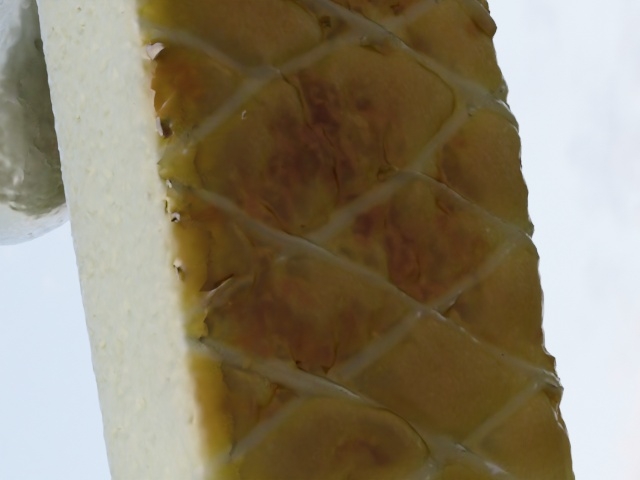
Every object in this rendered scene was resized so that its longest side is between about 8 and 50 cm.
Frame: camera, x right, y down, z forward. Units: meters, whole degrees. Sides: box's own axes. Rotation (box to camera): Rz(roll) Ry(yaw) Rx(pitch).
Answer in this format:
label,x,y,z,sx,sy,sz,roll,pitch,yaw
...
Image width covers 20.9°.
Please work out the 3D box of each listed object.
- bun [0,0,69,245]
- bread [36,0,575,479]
label,x,y,z,sx,sy,sz,roll,pitch,yaw
bun,-0.192,-0.124,1.216,0.168,0.273,0.273,22,-110,-25
bread,-0.003,-0.007,0.473,0.125,0.068,0.188,0,-105,-37
